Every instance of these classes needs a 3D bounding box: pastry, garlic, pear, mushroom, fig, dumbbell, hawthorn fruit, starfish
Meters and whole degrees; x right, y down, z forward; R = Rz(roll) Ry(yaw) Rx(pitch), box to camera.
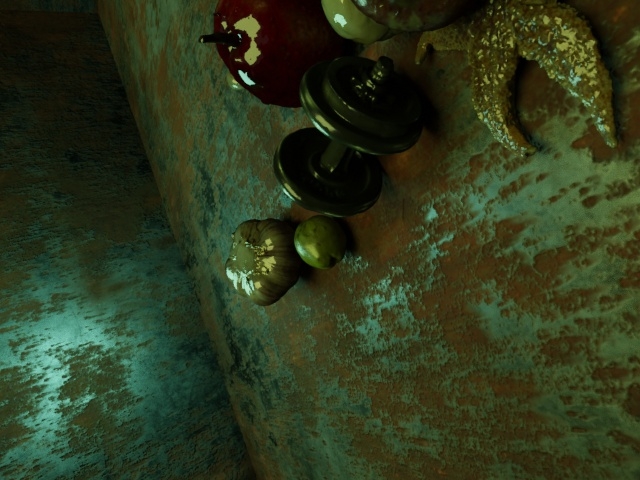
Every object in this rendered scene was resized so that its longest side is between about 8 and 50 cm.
[{"bbox_3d":[0.071,-0.342,0.540,0.092,0.157,0.156,37,134,48],"label":"pastry"},{"bbox_3d":[-0.133,0.051,1.074,0.245,0.161,0.244,-8,80,48],"label":"garlic"},{"bbox_3d":[0.000,0.000,0.870,0.107,0.107,0.131,107,147,-43],"label":"pear"},{"bbox_3d":[-0.188,-0.401,1.032,0.085,0.085,0.079,42,172,42],"label":"mushroom"},{"bbox_3d":[0.110,-0.340,0.423,0.160,0.143,0.230,5,85,44],"label":"fig"},{"bbox_3d":[0.037,-0.156,0.647,0.192,0.192,0.289,61,147,22],"label":"dumbbell"},{"bbox_3d":[-0.088,-0.348,0.703,0.210,0.266,0.229,-19,91,41],"label":"hawthorn fruit"},{"bbox_3d":[0.217,-0.251,0.437,0.299,0.061,0.302,48,141,40],"label":"starfish"}]
